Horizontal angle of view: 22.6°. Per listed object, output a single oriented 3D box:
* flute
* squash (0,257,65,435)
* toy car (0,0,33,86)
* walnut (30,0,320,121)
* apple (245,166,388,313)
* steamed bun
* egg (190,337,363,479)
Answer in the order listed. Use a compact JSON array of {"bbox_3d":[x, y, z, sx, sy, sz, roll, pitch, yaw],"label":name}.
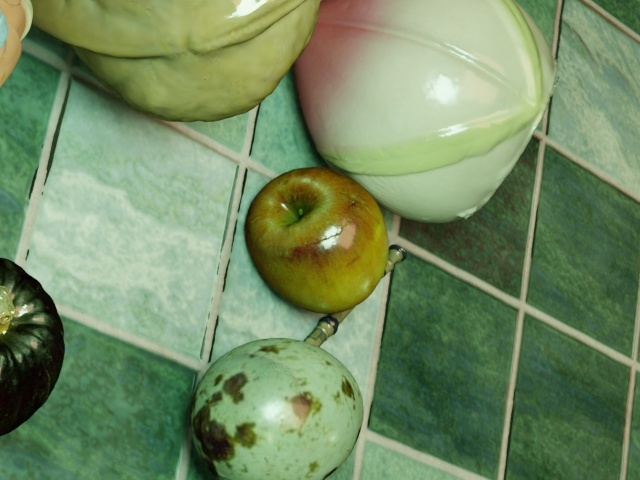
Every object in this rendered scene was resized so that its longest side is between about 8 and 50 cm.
[{"bbox_3d":[0.032,0.077,1.893,0.233,0.027,0.027,-44,111,-40],"label":"flute"},{"bbox_3d":[-0.326,0.096,1.462,0.193,0.156,0.193,50,31,-46],"label":"squash"},{"bbox_3d":[-0.359,-0.183,1.420,0.180,0.212,0.270,48,28,-26],"label":"toy car"},{"bbox_3d":[-0.145,-0.306,1.586,0.381,0.381,0.381,11,73,-42],"label":"walnut"},{"bbox_3d":[-0.002,0.005,1.812,0.146,0.163,0.147,-61,144,-18],"label":"apple"},{"bbox_3d":[0.097,-0.184,1.845,0.309,0.309,0.309,11,73,-42],"label":"steamed bun"},{"bbox_3d":[-0.040,0.186,1.703,0.231,0.169,0.169,-7,86,-58],"label":"egg"}]
